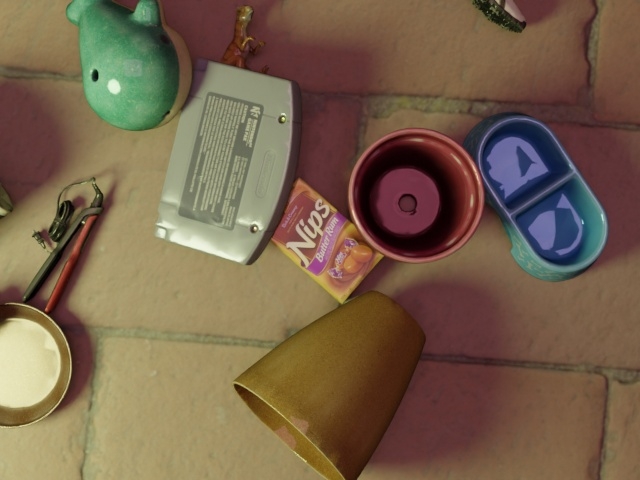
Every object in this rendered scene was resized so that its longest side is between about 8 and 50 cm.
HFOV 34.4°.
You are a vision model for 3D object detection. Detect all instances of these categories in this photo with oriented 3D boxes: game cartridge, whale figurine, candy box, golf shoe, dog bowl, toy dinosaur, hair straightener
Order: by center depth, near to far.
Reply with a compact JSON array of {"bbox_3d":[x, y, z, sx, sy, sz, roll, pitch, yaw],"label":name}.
[{"bbox_3d":[-0.320,-0.292,1.586,0.216,0.141,0.272,-46,72,35],"label":"whale figurine"},{"bbox_3d":[-0.136,-0.120,1.604,0.196,0.060,0.294,17,97,19],"label":"game cartridge"},{"bbox_3d":[-0.418,-0.002,1.638,0.089,0.047,0.230,26,94,0],"label":"hair straightener"},{"bbox_3d":[0.347,-0.072,1.647,0.166,0.074,0.297,-33,90,-2],"label":"dog bowl"},{"bbox_3d":[0.000,0.000,1.648,0.187,0.053,0.109,41,89,2],"label":"candy box"},{"bbox_3d":[0.271,-0.421,1.653,0.198,0.077,0.094,45,88,-1],"label":"golf shoe"},{"bbox_3d":[-0.142,-0.272,1.659,0.112,0.064,0.211,31,100,12],"label":"toy dinosaur"}]

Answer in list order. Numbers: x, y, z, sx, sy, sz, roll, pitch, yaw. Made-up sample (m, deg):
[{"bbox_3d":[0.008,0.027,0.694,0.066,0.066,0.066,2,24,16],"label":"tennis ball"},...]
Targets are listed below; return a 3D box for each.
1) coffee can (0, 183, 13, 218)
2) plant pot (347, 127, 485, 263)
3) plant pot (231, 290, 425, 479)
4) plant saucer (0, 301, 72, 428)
[{"bbox_3d":[-0.639,-0.038,1.561,0.275,0.201,0.201,-39,90,-2],"label":"coffee can"},{"bbox_3d":[0.138,-0.064,1.588,0.201,0.180,0.201,0,89,-2],"label":"plant pot"},{"bbox_3d":[0.035,0.204,1.573,0.237,0.237,0.254,43,74,0],"label":"plant pot"},{"bbox_3d":[-0.487,0.196,1.636,0.199,0.036,0.198,0,91,2],"label":"plant saucer"}]
